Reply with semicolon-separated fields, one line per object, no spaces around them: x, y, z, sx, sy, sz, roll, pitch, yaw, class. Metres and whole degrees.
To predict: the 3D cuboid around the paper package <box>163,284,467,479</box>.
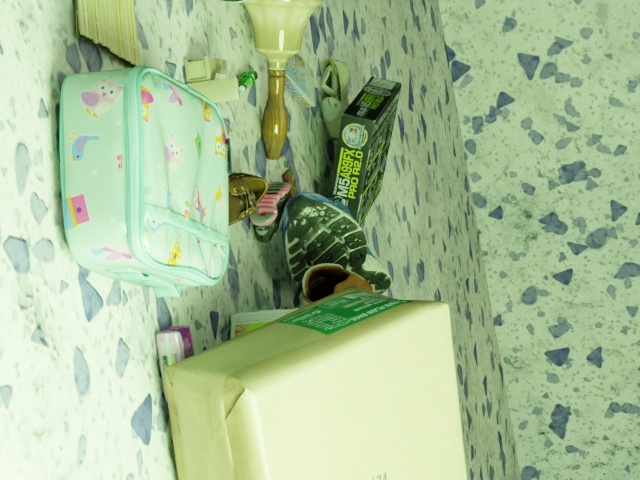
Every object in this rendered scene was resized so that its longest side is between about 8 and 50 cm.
0.002;0.241;1.552;0.325;0.168;0.309;-20;111;-39;paper package

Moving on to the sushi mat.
-0.242;-0.358;1.479;0.151;0.019;0.316;19;65;-72;sushi mat

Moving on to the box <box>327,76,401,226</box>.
0.074;-0.150;2.330;0.270;0.060;0.216;-58;161;-65;box

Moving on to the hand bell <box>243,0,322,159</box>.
-0.067;-0.239;1.967;0.126;0.126;0.242;-39;135;-72;hand bell

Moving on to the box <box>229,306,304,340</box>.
-0.055;0.202;1.749;0.103;0.114;0.203;54;34;-60;box

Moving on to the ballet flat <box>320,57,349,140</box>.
0.020;-0.250;2.351;0.052;0.057;0.168;28;48;-36;ballet flat

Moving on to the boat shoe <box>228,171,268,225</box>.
-0.115;-0.055;1.734;0.178;0.060;0.064;-51;132;-69;boat shoe

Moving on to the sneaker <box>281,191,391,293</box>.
0.000;0.000;2.035;0.147;0.130;0.330;56;1;26;sneaker

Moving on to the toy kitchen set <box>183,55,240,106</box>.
-0.129;-0.196;1.727;0.075;0.068;0.083;-15;99;-75;toy kitchen set

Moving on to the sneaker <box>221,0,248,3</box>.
-0.140;-0.479;1.668;0.210;0.137;0.366;-48;133;-74;sneaker

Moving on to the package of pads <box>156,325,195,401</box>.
-0.163;0.141;1.532;0.050;0.032;0.083;-28;111;-75;package of pads

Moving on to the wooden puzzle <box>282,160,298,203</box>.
-0.047;-0.085;2.095;0.049;0.006;0.083;-52;133;-69;wooden puzzle

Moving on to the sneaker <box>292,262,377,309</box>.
0.013;0.082;1.896;0.123;0.106;0.290;57;-21;-10;sneaker

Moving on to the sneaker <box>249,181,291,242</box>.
-0.072;-0.041;1.930;0.119;0.047;0.057;-64;152;-51;sneaker

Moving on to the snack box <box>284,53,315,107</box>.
-0.043;-0.272;2.157;0.178;0.022;0.064;36;50;-70;snack box

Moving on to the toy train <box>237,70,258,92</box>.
-0.108;-0.225;1.898;0.083;0.023;0.017;-63;144;-64;toy train

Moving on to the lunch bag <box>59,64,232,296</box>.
-0.176;-0.056;1.422;0.279;0.108;0.224;24;61;-72;lunch bag
